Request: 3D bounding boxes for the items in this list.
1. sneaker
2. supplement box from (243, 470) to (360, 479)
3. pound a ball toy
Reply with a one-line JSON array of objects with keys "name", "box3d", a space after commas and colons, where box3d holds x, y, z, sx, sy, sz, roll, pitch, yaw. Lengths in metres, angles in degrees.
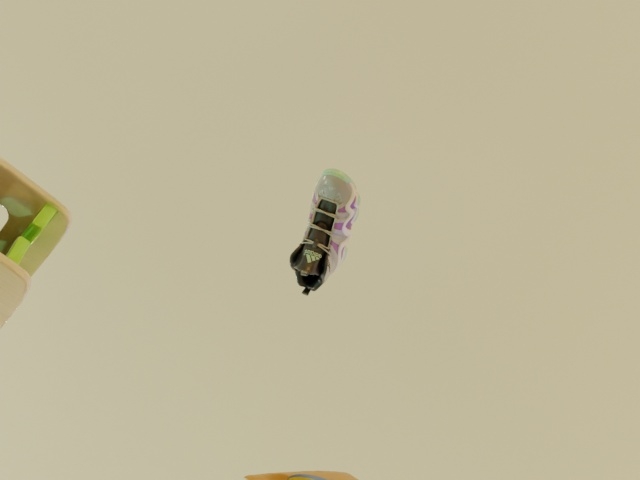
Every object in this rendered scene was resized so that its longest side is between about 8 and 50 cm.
[{"name": "sneaker", "box3d": [0.000, 0.000, 0.777, 0.038, 0.069, 0.098, 17, -49, 16]}, {"name": "supplement box", "box3d": [-0.011, 0.246, 0.554, 0.080, 0.078, 0.233, 2, -81, -31]}, {"name": "pound a ball toy", "box3d": [-0.359, 0.055, 0.921, 0.136, 0.208, 0.319, 38, -66, -14]}]
